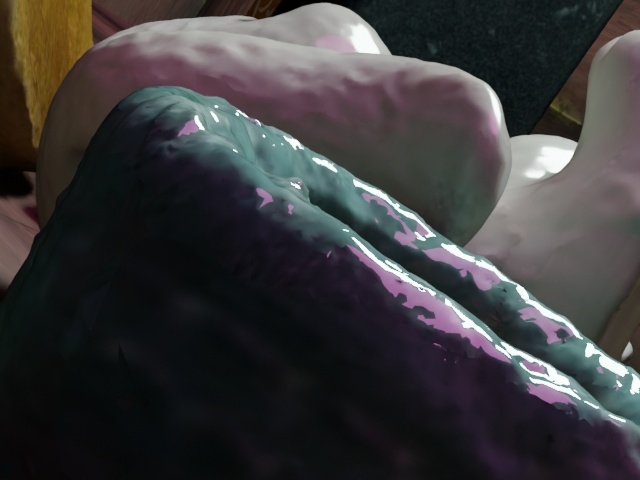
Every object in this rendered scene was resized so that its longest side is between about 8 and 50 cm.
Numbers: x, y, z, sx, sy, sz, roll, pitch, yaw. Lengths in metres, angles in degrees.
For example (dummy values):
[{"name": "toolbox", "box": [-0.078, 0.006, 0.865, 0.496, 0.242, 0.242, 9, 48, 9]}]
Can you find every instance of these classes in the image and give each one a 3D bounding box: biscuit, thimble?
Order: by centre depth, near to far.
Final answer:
[{"name": "thimble", "box": [0.004, 0.068, 0.415, 0.198, 0.143, 0.235, 26, 9, -46]}, {"name": "biscuit", "box": [-0.188, -0.174, 0.977, 0.057, 0.287, 0.343, -1, 49, 0]}]

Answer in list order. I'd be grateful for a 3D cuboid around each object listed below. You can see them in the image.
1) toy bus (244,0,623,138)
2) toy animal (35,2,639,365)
[{"name": "toy bus", "box": [0.027, -0.089, 0.938, 0.162, 0.323, 0.194, 31, 8, -23]}, {"name": "toy animal", "box": [0.000, 0.000, 0.643, 0.265, 0.206, 0.271, 28, -33, 13]}]
